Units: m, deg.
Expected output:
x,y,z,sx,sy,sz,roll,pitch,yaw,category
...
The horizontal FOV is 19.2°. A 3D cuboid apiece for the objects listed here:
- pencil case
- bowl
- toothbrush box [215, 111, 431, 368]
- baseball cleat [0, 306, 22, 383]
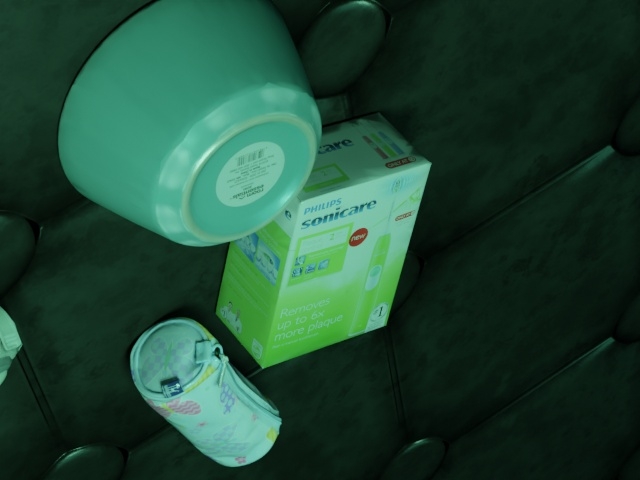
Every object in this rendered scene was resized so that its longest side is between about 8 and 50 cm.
x,y,z,sx,sy,sz,roll,pitch,yaw,category
-0.147,0.201,2.484,0.124,0.113,0.273,-21,147,8,pencil case
-0.122,-0.115,2.124,0.311,0.163,0.311,-26,142,-22,bowl
0.000,0.000,2.409,0.206,0.122,0.283,-17,137,-33,toothbrush box
-0.420,0.109,2.166,0.109,0.072,0.206,-57,151,1,baseball cleat
